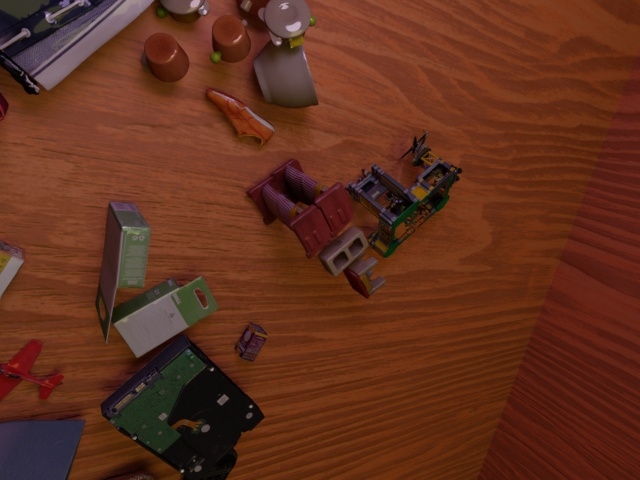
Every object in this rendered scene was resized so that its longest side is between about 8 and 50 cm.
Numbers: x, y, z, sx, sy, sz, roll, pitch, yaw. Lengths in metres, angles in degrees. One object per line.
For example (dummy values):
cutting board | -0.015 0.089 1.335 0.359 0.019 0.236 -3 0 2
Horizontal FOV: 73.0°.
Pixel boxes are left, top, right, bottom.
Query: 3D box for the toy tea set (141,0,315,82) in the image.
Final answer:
toy tea set | -0.188 -0.415 0.834 0.336 0.124 0.200 -20 86 -6

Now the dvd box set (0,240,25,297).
dvd box set | -0.766 0.065 0.674 0.420 0.062 0.308 34 88 -38

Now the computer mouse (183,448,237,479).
computer mouse | -0.333 0.661 1.223 0.188 0.072 0.272 15 113 -39

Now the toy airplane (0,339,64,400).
toy airplane | -0.609 0.285 0.896 0.151 0.028 0.151 -14 118 -27

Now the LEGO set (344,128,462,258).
LEGO set | 0.211 -0.134 1.214 0.331 0.192 0.255 -43 157 -8

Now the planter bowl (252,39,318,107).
planter bowl | -0.078 -0.352 0.916 0.109 0.162 0.162 -17 122 2

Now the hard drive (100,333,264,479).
hard drive | -0.319 0.415 1.053 0.237 0.064 0.339 -42 125 -14

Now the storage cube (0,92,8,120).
storage cube | -0.578 -0.230 0.593 0.215 0.193 0.184 -31 124 -21

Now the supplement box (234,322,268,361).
supplement box | -0.186 0.272 1.159 0.043 0.055 0.083 29 91 -37

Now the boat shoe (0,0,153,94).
boat shoe | -0.395 -0.400 0.683 0.340 0.127 0.158 -47 135 -7

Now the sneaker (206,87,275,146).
sneaker | -0.175 -0.263 0.935 0.175 0.064 0.067 32 100 -36

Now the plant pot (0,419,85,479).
plant pot | -0.647 0.513 0.840 0.252 0.247 0.248 17 100 -21

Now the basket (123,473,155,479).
basket | -0.529 0.750 1.078 0.299 0.223 0.213 -18 152 -15

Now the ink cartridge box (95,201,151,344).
ink cartridge box | -0.394 0.058 0.853 0.056 0.171 0.235 2 108 -35

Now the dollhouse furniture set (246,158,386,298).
dollhouse furniture set | 0.000 0.000 1.086 0.152 0.201 0.374 -41 133 -13

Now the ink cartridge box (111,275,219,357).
ink cartridge box | -0.355 0.161 0.992 0.209 0.062 0.109 -30 124 -20
